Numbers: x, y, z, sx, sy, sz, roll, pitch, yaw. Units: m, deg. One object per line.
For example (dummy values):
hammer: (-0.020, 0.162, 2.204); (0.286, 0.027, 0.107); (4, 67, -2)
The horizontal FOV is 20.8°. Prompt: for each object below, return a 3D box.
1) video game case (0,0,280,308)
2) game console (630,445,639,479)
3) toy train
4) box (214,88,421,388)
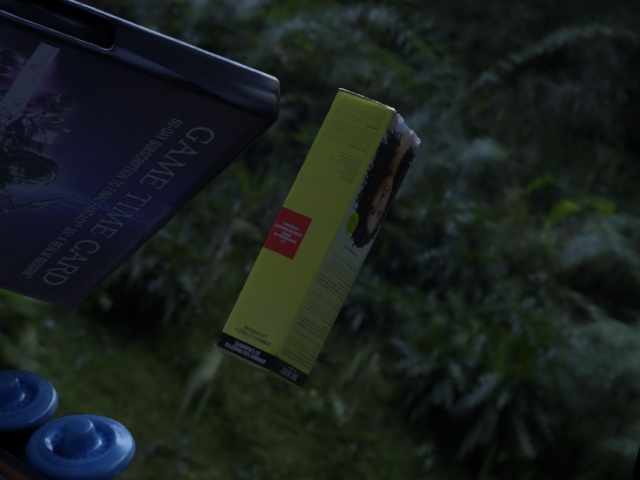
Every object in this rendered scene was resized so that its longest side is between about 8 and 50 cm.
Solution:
video game case: (-0.182, -0.054, 0.693); (0.274, 0.026, 0.196); (18, -33, -26)
game console: (0.189, 0.267, 1.013); (0.044, 0.361, 0.213); (6, -20, 37)
toy train: (-0.150, 0.097, 0.695); (0.184, 0.105, 0.080); (28, -51, 38)
box: (0.000, 0.000, 1.415); (0.058, 0.232, 0.087); (24, -5, 23)
